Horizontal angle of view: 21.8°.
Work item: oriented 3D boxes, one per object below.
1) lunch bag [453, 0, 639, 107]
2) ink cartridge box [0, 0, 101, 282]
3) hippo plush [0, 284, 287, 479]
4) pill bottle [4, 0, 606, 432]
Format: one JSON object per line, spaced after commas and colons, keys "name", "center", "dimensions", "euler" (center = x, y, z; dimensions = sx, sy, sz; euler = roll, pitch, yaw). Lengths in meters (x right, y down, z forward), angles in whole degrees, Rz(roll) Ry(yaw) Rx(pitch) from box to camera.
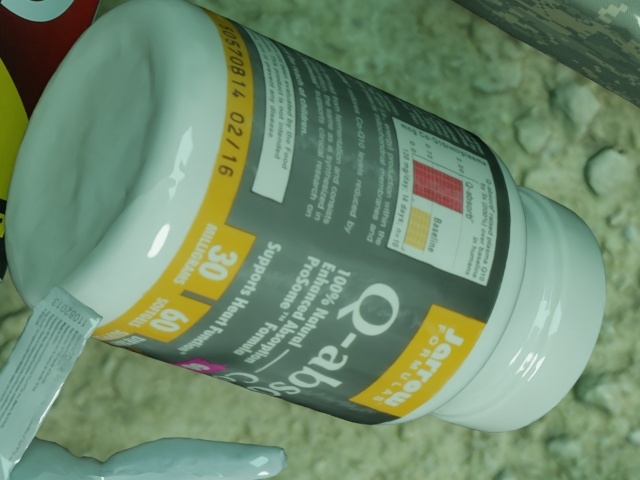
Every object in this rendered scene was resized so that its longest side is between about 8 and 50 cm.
{"name": "lunch bag", "center": [0.205, -0.233, 0.920], "dimensions": [0.235, 0.169, 0.287], "euler": [29, 85, -3]}
{"name": "ink cartridge box", "center": [-0.288, -0.093, 0.801], "dimensions": [0.309, 0.130, 0.272], "euler": [22, 81, -30]}
{"name": "hippo plush", "center": [-0.218, 0.123, 0.780], "dimensions": [0.234, 0.236, 0.294], "euler": [39, 87, -18]}
{"name": "pill bottle", "center": [0.000, 0.000, 0.823], "dimensions": [0.278, 0.162, 0.162], "euler": [21, 80, -34]}
